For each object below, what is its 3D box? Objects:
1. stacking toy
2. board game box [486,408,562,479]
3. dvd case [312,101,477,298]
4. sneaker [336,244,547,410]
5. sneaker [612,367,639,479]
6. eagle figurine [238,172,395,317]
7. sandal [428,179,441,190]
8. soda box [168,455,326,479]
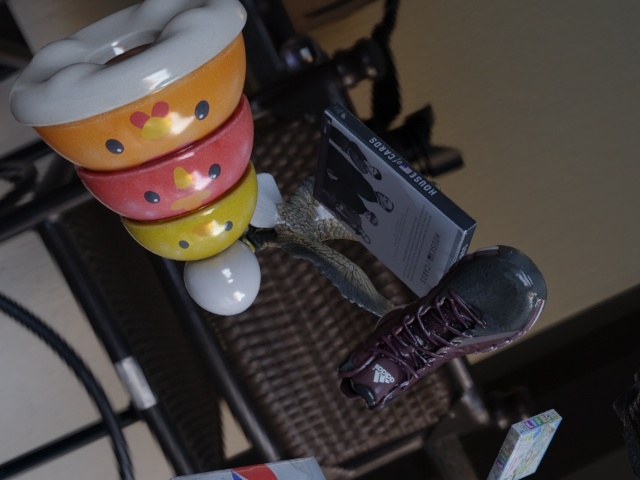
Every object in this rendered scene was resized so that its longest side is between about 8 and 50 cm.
[{"bbox_3d":[-0.196,-0.094,1.560,0.350,0.351,0.479,-115,-179,-63],"label":"stacking toy"},{"bbox_3d":[0.369,0.379,1.936,0.026,0.104,0.154,49,-41,36],"label":"board game box"},{"bbox_3d":[0.084,-0.039,1.331,0.239,0.030,0.179,43,-29,21],"label":"dvd case"},{"bbox_3d":[0.116,0.116,1.151,0.106,0.162,0.281,51,-39,2],"label":"sneaker"},{"bbox_3d":[0.356,0.189,1.119,0.170,0.051,0.089,100,-27,-58],"label":"sneaker"},{"bbox_3d":[0.003,0.000,1.781,0.225,0.299,0.226,-37,131,-71],"label":"eagle figurine"},{"bbox_3d":[0.136,-0.080,1.962,0.072,0.180,0.049,-60,146,-48],"label":"sandal"},{"bbox_3d":[-0.100,0.342,1.331,0.286,0.098,0.091,7,47,-54],"label":"soda box"}]
